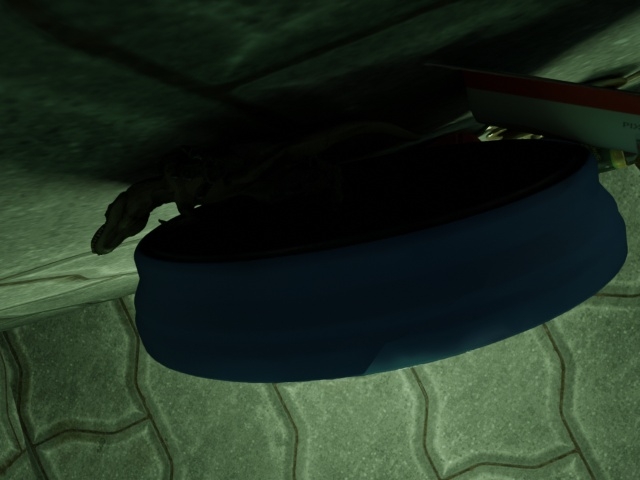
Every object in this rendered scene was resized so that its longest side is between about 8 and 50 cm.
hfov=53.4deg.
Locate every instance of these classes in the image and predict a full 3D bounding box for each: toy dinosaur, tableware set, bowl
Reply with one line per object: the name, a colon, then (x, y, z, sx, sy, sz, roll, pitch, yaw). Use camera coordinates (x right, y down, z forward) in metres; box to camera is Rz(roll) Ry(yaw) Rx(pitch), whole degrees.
toy dinosaur: (-0.042, -0.048, 0.445, 0.268, 0.064, 0.118, -16, -168, -6)
tableware set: (0.260, -0.130, 0.711, 0.128, 0.039, 0.194, -15, 178, -17)
bowl: (0.036, -0.010, 0.528, 0.391, 0.077, 0.391, -12, -166, 3)

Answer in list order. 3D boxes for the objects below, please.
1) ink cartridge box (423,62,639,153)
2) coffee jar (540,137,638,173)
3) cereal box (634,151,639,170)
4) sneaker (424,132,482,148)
ink cartridge box: (0.166, -0.082, 0.421, 0.145, 0.045, 0.179, 19, -160, 32)
coffee jar: (0.332, -0.120, 0.841, 0.184, 0.079, 0.096, -17, -165, 27)
cereal box: (0.278, -0.107, 0.300, 0.240, 0.047, 0.173, -14, 140, -31)
sneaker: (0.101, -0.060, 0.781, 0.221, 0.087, 0.128, -15, 177, 18)
